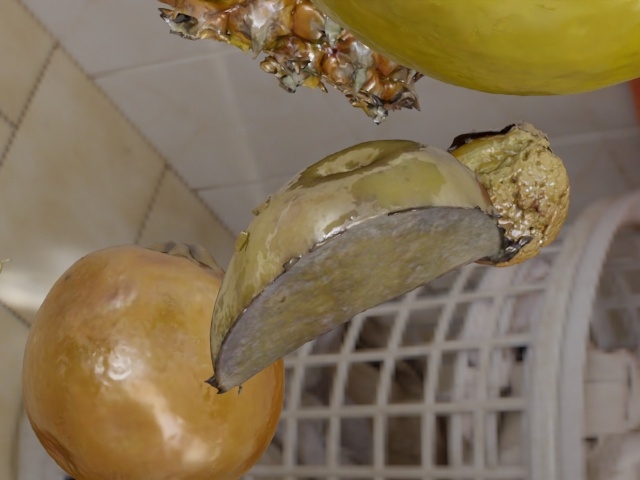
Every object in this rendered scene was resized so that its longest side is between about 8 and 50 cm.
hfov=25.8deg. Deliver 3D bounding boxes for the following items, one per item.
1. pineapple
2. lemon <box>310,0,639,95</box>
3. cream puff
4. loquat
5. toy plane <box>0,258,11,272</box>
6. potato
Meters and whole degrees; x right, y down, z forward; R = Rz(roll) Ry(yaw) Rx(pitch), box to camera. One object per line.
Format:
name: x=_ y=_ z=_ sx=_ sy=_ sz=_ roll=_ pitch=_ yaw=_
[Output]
pineapple: x=0.002 y=-0.289 z=1.235 sx=0.352 sy=0.352 sz=0.300 roll=-9 pitch=129 yaw=-58
lemon: x=0.121 y=-0.247 z=0.833 sx=0.348 sy=0.347 sz=0.348 roll=14 pitch=74 yaw=-57
cream puff: x=0.149 y=-0.033 z=1.172 sx=0.119 sy=0.133 sz=0.104 roll=43 pitch=38 yaw=-24
loquat: x=-0.199 y=0.160 z=1.686 sx=0.328 sy=0.328 sz=0.329 roll=14 pitch=74 yaw=-57
toy plane: x=-0.416 y=0.056 z=1.480 sx=0.092 sy=0.244 sz=0.229 roll=-28 pitch=96 yaw=-59
potato: x=0.000 y=0.000 z=0.982 sx=0.098 sy=0.243 sz=0.138 roll=64 pitch=4 yaw=30
